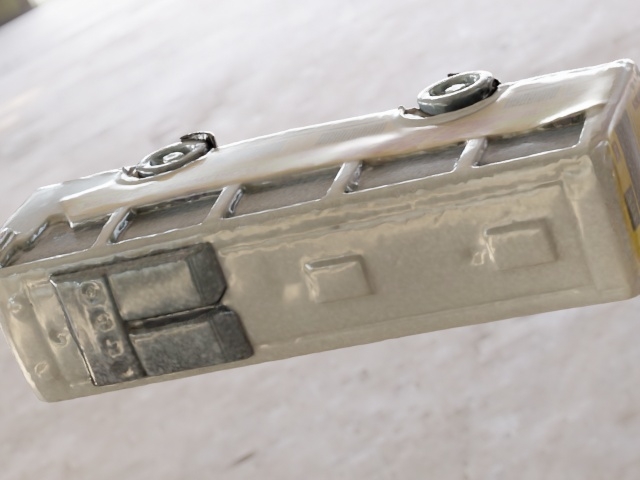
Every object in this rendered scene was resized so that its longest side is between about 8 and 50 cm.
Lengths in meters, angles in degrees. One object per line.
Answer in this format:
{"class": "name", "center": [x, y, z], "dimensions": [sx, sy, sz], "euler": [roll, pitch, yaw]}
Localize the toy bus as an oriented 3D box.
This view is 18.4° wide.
{"class": "toy bus", "center": [0.000, 0.000, 0.969], "dimensions": [0.343, 0.097, 0.138], "euler": [-12, 22, 21]}
